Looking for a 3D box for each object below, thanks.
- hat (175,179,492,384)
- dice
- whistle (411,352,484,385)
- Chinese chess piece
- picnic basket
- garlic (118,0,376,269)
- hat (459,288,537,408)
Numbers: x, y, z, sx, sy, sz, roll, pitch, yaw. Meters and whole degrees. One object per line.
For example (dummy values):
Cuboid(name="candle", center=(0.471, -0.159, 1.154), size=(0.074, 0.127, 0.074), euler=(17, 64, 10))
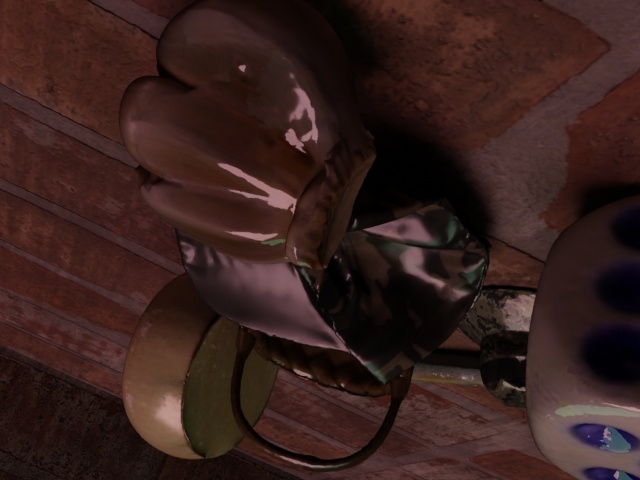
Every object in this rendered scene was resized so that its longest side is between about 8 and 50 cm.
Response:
Cuboid(name="hat", center=(0.000, 0.000, 1.019), size=(0.381, 0.257, 0.366), euler=(33, 149, 25))
Cuboid(name="dice", center=(0.414, 0.133, 0.863), size=(0.304, 0.277, 0.304), euler=(7, 151, 30))
Cuboid(name="whistle", center=(0.177, 0.232, 1.440), size=(0.326, 0.057, 0.068), euler=(0, 142, 36))
Cuboid(name="Chinese chess piece", center=(-0.196, 0.216, 1.372), size=(0.140, 0.338, 0.338), euler=(16, 153, 25))
Cuboid(name="picnic basket", center=(-0.003, 0.206, 1.245), size=(0.292, 0.337, 0.337), euler=(16, 152, 10))
Cuboid(name="garlic", center=(-0.088, -0.120, 0.793), size=(0.325, 0.279, 0.132), euler=(31, -163, 20))
Cuboid(name="hat", center=(0.317, 0.187, 1.190), size=(0.265, 0.128, 0.265), euler=(15, 154, 7))
